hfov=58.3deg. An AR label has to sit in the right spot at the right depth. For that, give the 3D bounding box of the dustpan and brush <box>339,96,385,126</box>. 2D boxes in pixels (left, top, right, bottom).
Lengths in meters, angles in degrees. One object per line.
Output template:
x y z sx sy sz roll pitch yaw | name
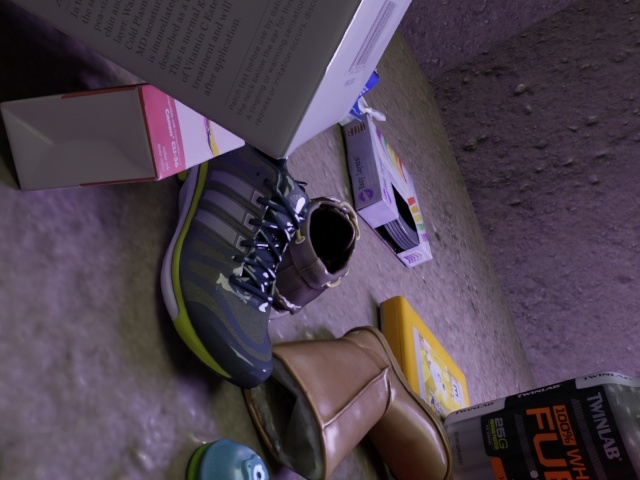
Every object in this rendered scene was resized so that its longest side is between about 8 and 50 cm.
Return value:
0.093 -0.308 1.343 0.211 0.060 0.147 18 51 -62 | dustpan and brush

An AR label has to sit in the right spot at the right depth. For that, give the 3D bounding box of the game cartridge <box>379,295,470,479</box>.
0.189 0.293 0.934 0.285 0.052 0.324 50 25 -34 | game cartridge

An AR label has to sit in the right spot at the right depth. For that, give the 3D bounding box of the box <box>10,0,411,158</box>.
-0.109 -0.233 0.423 0.345 0.168 0.215 31 23 3 | box

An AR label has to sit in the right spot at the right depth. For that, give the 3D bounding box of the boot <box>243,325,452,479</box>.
0.041 0.210 0.636 0.236 0.089 0.269 57 18 13 | boot

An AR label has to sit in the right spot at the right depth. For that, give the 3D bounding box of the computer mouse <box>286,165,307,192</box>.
-0.077 -0.156 0.811 0.106 0.042 0.193 2 71 -62 | computer mouse

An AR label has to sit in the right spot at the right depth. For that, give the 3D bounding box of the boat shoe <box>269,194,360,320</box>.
0.000 0.000 0.740 0.117 0.096 0.324 63 21 -7 | boat shoe

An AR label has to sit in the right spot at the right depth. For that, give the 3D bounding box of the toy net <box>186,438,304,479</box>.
-0.059 0.259 0.400 0.122 0.045 0.232 55 25 -30 | toy net

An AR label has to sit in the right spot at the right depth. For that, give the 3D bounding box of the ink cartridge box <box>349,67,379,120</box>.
0.041 -0.410 1.101 0.165 0.065 0.333 5 73 -64 | ink cartridge box

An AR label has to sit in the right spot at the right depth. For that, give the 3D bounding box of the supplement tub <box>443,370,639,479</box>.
0.350 0.303 0.814 0.193 0.315 0.194 48 29 -37 | supplement tub

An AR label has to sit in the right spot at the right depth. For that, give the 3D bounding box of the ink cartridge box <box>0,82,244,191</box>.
-0.139 -0.096 0.474 0.198 0.115 0.067 -51 136 -66 | ink cartridge box

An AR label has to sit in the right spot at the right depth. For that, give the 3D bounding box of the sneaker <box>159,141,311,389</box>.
-0.071 -0.008 0.547 0.111 0.121 0.300 40 33 -47 | sneaker

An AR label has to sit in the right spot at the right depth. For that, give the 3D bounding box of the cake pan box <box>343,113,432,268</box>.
0.144 -0.100 1.234 0.245 0.070 0.267 42 32 -42 | cake pan box
